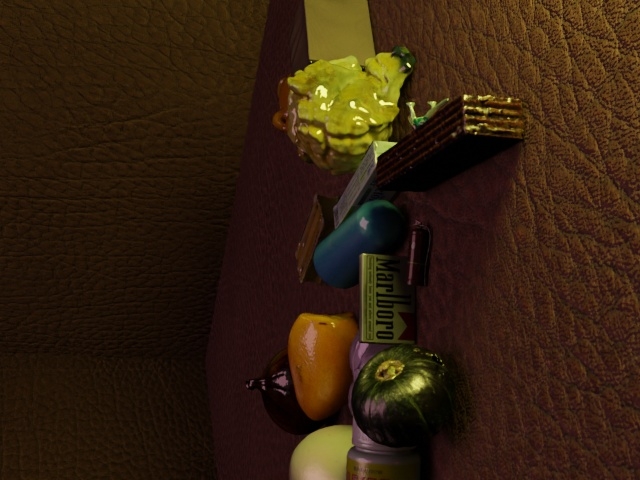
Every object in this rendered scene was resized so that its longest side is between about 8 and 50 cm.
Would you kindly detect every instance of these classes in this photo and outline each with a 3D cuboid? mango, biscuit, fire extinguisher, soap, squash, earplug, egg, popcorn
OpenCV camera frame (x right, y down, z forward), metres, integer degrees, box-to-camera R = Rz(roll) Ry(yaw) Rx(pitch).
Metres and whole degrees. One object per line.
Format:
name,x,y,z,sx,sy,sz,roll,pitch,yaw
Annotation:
mango,0.011,0.300,1.759,0.138,0.187,0.257,-9,-83,-69
biscuit,0.210,-0.157,1.313,0.388,0.107,0.073,153,118,-71
fire extinguisher,0.189,0.022,1.457,0.056,0.039,0.132,5,90,41
soap,-0.002,0.000,2.048,0.135,0.076,0.233,-105,26,-50
squash,0.142,0.269,1.298,0.156,0.193,0.193,65,-171,-45
earplug,0.092,-0.001,1.654,0.273,0.132,0.132,131,141,-58
egg,0.015,0.501,1.594,0.206,0.162,0.271,-84,-4,-45
popcorn,0.045,-0.291,1.680,0.237,0.293,0.293,86,-177,-71

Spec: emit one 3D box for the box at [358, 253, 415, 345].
box,0.132,0.117,1.487,0.036,0.115,0.177,148,126,-68

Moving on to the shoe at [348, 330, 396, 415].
shoe,0.119,0.290,1.538,0.137,0.095,0.245,-132,45,-63

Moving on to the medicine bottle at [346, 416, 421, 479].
medicine bottle,0.117,0.444,1.395,0.139,0.139,0.225,165,109,-73

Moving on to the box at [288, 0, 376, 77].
box,0.025,-0.488,1.904,0.153,0.188,0.252,121,148,-56

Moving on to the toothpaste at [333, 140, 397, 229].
toothpaste,0.107,-0.109,1.665,0.336,0.081,0.067,121,148,-63

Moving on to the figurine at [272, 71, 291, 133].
figurine,-0.040,-0.371,2.104,0.215,0.215,0.228,142,118,-68

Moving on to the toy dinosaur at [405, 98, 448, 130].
toy dinosaur,0.207,-0.220,1.470,0.187,0.044,0.106,-163,72,-65

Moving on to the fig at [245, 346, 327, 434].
fig,-0.061,0.382,1.937,0.235,0.214,0.235,-19,64,45
